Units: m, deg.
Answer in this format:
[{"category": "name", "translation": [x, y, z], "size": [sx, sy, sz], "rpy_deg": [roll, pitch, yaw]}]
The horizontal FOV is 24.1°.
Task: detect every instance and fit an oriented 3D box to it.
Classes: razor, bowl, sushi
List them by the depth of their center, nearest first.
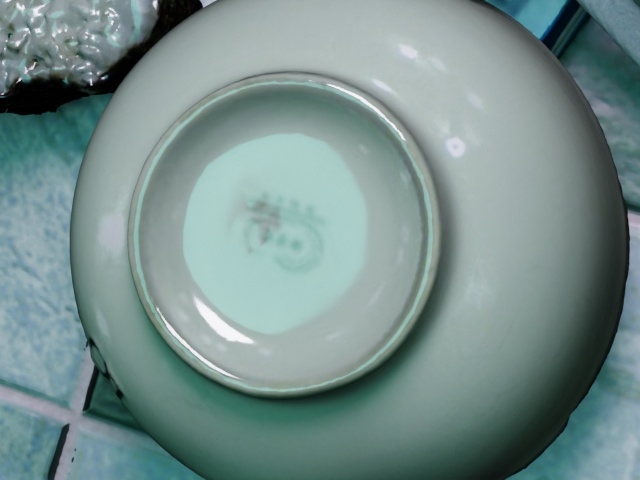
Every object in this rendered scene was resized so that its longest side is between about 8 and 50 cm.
[{"category": "bowl", "translation": [0.000, 0.000, 0.878], "size": [0.354, 0.185, 0.354], "rpy_deg": [0, 88, 14]}, {"category": "razor", "translation": [0.189, -0.126, 0.918], "size": [0.106, 0.068, 0.232], "rpy_deg": [-43, 101, 8]}, {"category": "sushi", "translation": [-0.194, -0.161, 1.041], "size": [0.212, 0.115, 0.147], "rpy_deg": [-14, 91, 14]}]

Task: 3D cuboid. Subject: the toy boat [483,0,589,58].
[{"category": "toy boat", "translation": [0.080, -0.106, 0.991], "size": [0.096, 0.062, 0.299], "rpy_deg": [42, 101, 11]}]
